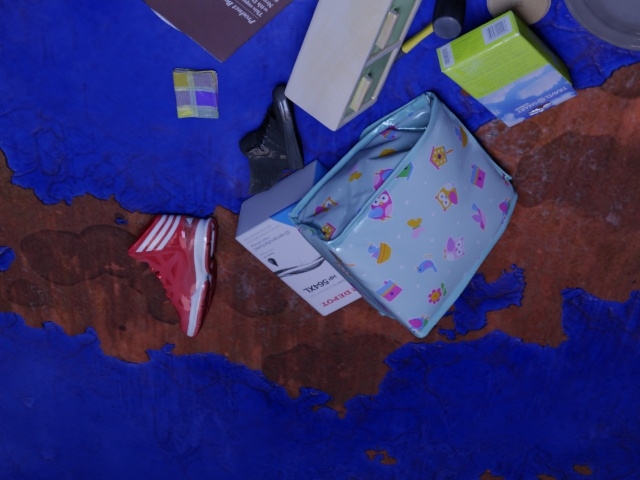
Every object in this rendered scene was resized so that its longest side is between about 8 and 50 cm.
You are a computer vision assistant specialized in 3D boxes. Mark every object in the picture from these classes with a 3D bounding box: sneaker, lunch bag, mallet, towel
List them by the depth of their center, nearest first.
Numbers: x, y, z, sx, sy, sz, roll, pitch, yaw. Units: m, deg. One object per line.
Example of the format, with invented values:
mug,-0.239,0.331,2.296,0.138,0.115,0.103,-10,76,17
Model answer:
mallet,0.110,-0.240,1.441,0.039,0.062,0.190,34,129,-23
towel,-0.168,-0.198,1.549,0.060,0.009,0.083,4,134,2
lunch bag,0.127,-0.043,1.554,0.262,0.160,0.223,-49,119,-7
sneaker,-0.073,-0.136,1.570,0.089,0.051,0.170,-7,136,6
sneaker,-0.228,0.045,1.757,0.128,0.087,0.221,13,122,5

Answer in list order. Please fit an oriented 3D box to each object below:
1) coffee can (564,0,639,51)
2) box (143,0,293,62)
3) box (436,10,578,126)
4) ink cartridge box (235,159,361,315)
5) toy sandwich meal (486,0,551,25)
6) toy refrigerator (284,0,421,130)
coffee can,0.334,-0.352,1.159,0.202,0.275,0.201,3,135,3
box,-0.098,-0.349,1.285,0.168,0.167,0.203,37,127,-27
box,0.237,-0.212,1.437,0.109,0.042,0.178,-25,150,27
ink cartridge box,0.000,0.000,1.671,0.148,0.086,0.203,-29,124,30
toy sandwich meal,0.244,-0.298,1.396,0.086,0.029,0.085,5,139,4
toy refrigerator,0.057,-0.268,1.371,0.094,0.102,0.269,38,134,13
